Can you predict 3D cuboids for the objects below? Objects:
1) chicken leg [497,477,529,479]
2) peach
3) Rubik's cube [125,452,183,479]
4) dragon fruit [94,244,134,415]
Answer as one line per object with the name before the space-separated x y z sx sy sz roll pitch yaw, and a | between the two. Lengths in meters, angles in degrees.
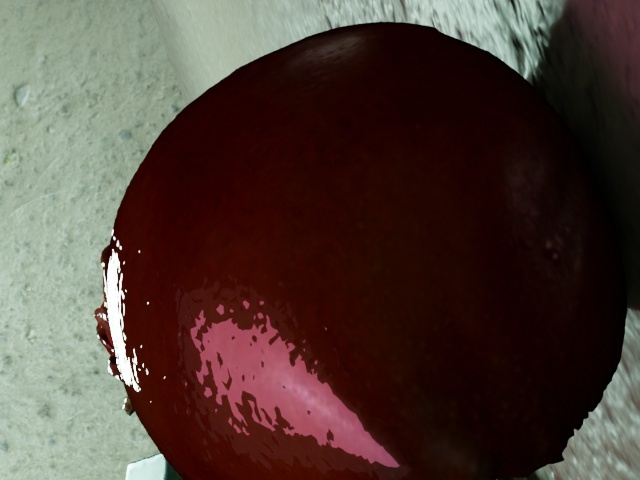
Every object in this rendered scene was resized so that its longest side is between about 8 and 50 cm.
chicken leg | 0.128 0.199 1.261 0.196 0.080 0.125 -106 10 -71
peach | 0.009 0.004 0.847 0.361 0.258 0.201 -125 11 -77
Rubik's cube | -0.016 0.336 1.606 0.387 0.368 0.358 -22 86 49
dragon fruit | -0.107 0.055 1.866 0.342 0.277 0.277 -67 21 14
